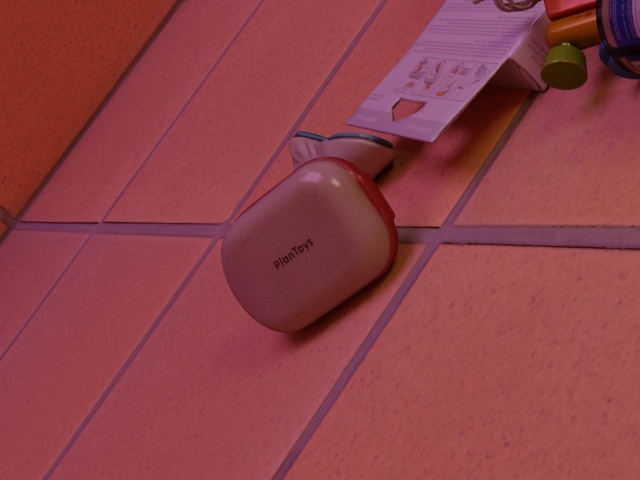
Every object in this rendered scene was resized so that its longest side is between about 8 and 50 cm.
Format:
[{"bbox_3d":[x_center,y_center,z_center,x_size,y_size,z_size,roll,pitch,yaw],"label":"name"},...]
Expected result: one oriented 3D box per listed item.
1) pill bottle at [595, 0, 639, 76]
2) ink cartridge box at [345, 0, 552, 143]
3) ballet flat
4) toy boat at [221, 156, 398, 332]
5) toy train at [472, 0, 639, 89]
[{"bbox_3d":[0.347,-0.206,1.331,0.123,0.123,0.219,-55,21,-12],"label":"pill bottle"},{"bbox_3d":[0.176,-0.205,1.780,0.261,0.066,0.296,-51,19,-4],"label":"ink cartridge box"},{"bbox_3d":[0.023,-0.092,1.918,0.086,0.086,0.248,-54,18,-8],"label":"ballet flat"},{"bbox_3d":[0.000,0.000,1.739,0.231,0.151,0.151,-36,-6,34],"label":"toy boat"},{"bbox_3d":[0.248,-0.214,1.554,0.248,0.105,0.143,-12,55,41],"label":"toy train"}]
